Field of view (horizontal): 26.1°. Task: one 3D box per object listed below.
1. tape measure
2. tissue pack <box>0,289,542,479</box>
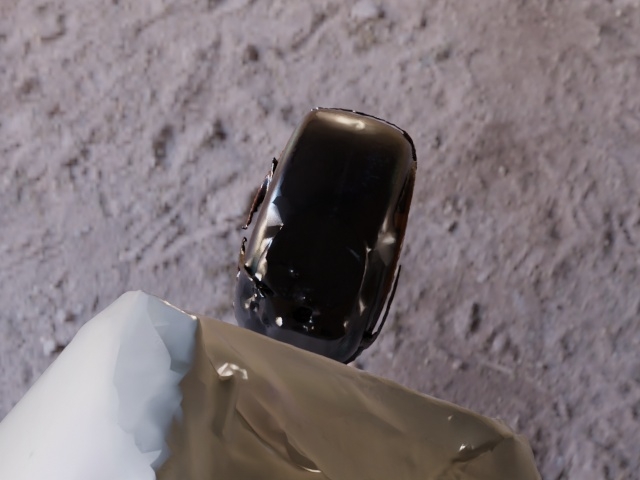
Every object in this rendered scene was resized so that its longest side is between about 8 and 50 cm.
[{"bbox_3d":[0.000,0.000,1.137,0.135,0.202,0.223,17,69,1],"label":"tape measure"},{"bbox_3d":[-0.071,0.227,0.378,0.193,0.356,0.266,25,32,-31],"label":"tissue pack"}]
